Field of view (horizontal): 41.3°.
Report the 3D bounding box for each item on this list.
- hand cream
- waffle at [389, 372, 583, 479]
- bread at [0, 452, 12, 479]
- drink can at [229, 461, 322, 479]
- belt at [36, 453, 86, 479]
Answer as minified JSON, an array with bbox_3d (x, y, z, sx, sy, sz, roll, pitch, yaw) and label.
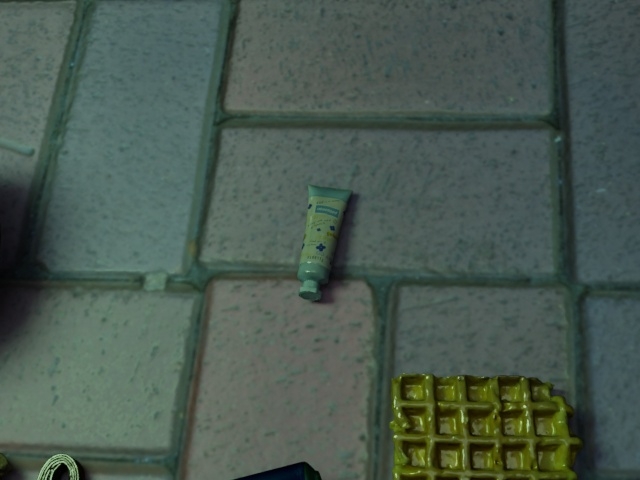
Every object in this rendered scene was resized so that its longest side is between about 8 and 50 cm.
[{"bbox_3d":[0.000,0.000,1.161,0.065,0.043,0.171,8,62,5],"label":"hand cream"},{"bbox_3d":[0.195,0.270,1.003,0.229,0.057,0.219,1,66,6],"label":"waffle"},{"bbox_3d":[-0.443,0.307,1.061,0.082,0.060,0.113,28,70,17],"label":"bread"},{"bbox_3d":[-0.090,0.332,0.975,0.204,0.118,0.118,-15,64,-1],"label":"drink can"},{"bbox_3d":[-0.323,0.310,1.059,0.059,0.036,0.083,6,66,2],"label":"belt"}]
